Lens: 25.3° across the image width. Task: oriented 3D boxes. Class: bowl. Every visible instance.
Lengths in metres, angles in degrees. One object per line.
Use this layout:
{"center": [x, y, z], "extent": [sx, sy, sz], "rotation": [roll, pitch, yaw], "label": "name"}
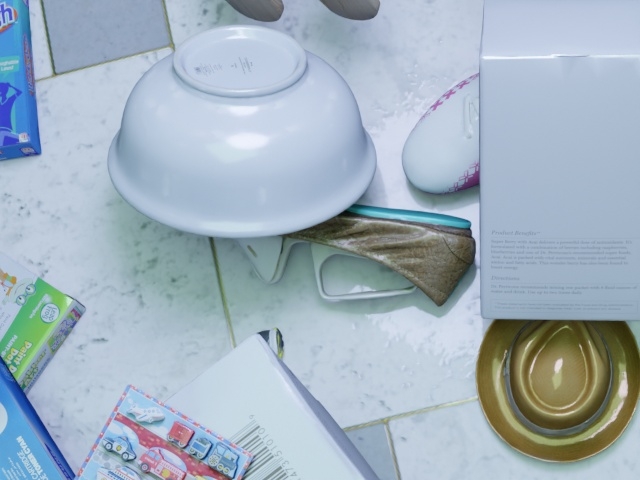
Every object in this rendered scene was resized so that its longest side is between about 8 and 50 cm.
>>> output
{"center": [-0.085, -0.141, 1.538], "extent": [0.297, 0.134, 0.298], "rotation": [1, 36, -1], "label": "bowl"}

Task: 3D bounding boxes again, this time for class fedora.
{"center": [0.256, 0.138, 1.525], "extent": [0.194, 0.079, 0.194], "rotation": [-2, 74, 6], "label": "fedora"}

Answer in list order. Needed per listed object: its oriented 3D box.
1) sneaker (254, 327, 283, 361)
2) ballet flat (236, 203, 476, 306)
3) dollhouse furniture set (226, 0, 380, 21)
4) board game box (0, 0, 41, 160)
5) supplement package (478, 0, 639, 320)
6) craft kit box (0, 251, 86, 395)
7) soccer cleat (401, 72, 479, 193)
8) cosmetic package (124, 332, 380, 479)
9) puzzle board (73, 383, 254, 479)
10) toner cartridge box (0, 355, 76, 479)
{"center": [-0.060, 0.139, 1.594], "extent": [0.035, 0.031, 0.083], "rotation": [-6, 70, 20], "label": "sneaker"}
{"center": [0.000, 0.000, 1.593], "extent": [0.342, 0.116, 0.124], "rotation": [14, 96, 7], "label": "ballet flat"}
{"center": [0.113, -0.406, 1.596], "extent": [0.394, 0.256, 0.362], "rotation": [7, 69, 36], "label": "dollhouse furniture set"}
{"center": [-0.426, -0.195, 1.718], "extent": [0.160, 0.047, 0.210], "rotation": [-10, 73, 5], "label": "board game box"}
{"center": [0.251, -0.086, 1.460], "extent": [0.177, 0.175, 0.293], "rotation": [1, 119, 7], "label": "supplement package"}
{"center": [-0.440, 0.110, 1.635], "extent": [0.246, 0.061, 0.250], "rotation": [32, 81, 17], "label": "craft kit box"}
{"center": [0.231, -0.172, 1.579], "extent": [0.331, 0.143, 0.116], "rotation": [-31, 73, -2], "label": "soccer cleat"}
{"center": [-0.027, 0.247, 1.374], "extent": [0.156, 0.385, 0.217], "rotation": [-37, 75, -2], "label": "cosmetic package"}
{"center": [-0.133, 0.192, 1.199], "extent": [0.128, 0.011, 0.096], "rotation": [27, 84, 16], "label": "puzzle board"}
{"center": [-0.399, 0.203, 1.539], "extent": [0.165, 0.075, 0.348], "rotation": [-36, 74, -3], "label": "toner cartridge box"}
